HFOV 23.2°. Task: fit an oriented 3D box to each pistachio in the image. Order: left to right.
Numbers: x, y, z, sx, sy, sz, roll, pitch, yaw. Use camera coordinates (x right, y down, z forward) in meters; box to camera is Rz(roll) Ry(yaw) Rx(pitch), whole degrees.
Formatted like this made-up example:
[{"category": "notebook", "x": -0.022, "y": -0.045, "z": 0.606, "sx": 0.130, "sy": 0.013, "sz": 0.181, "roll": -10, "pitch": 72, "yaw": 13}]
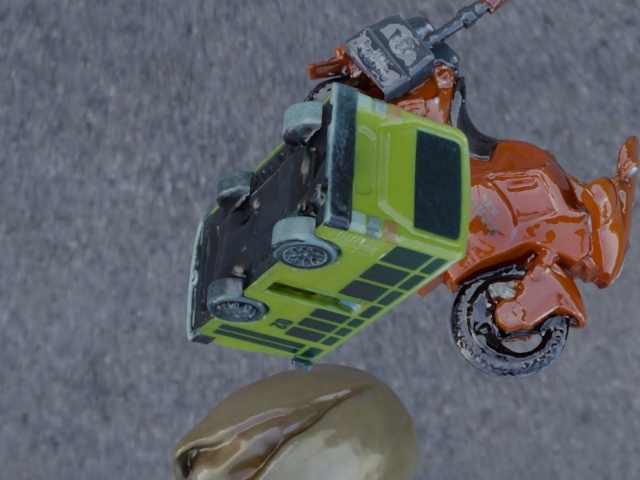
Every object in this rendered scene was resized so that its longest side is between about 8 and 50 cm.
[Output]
[{"category": "pistachio", "x": -0.010, "y": 0.205, "z": 1.488, "sx": 0.162, "sy": 0.293, "sz": 0.181, "roll": 46, "pitch": 122, "yaw": 22}]

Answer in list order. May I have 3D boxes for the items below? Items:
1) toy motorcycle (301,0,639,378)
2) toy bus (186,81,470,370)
[{"category": "toy motorcycle", "x": 0.135, "y": -0.058, "z": 1.273, "sx": 0.221, "sy": 0.325, "sz": 0.148, "roll": -34, "pitch": 160, "yaw": -10}, {"category": "toy bus", "x": 0.000, "y": 0.000, "z": 0.827, "sx": 0.101, "sy": 0.088, "sz": 0.175, "roll": 15, "pitch": 151, "yaw": -23}]
